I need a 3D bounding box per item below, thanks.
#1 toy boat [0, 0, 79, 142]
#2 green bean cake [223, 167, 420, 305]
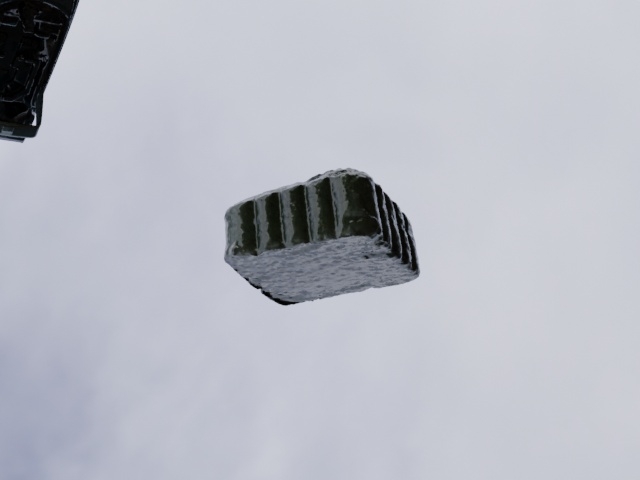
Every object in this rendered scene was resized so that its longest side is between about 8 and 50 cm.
[{"bbox_3d":[-0.258,-0.187,1.349,0.093,0.103,0.246,8,-60,-37],"label":"toy boat"},{"bbox_3d":[0.000,0.000,1.777,0.183,0.185,0.094,39,-141,-60],"label":"green bean cake"}]
